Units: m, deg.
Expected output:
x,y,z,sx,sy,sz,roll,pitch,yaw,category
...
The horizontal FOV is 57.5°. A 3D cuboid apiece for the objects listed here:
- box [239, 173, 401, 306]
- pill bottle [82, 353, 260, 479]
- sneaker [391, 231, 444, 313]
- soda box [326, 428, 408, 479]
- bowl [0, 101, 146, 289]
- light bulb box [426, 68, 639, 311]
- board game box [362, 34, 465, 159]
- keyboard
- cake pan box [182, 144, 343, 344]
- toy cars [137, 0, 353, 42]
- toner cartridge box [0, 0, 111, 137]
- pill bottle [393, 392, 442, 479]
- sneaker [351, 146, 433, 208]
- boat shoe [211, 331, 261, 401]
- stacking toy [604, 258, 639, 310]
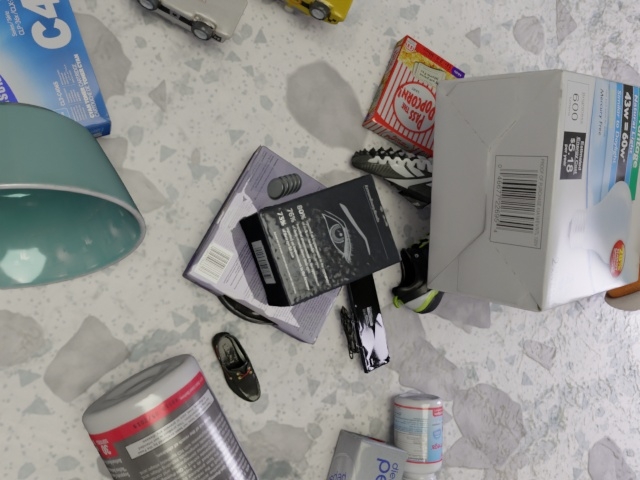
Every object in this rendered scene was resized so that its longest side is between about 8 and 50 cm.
x,y,z,sx,sy,sz,roll,pitch,yaw,category
0.000,0.000,0.927,0.207,0.108,0.153,-19,93,-23,box
-0.194,0.344,0.852,0.176,0.176,0.318,-29,96,-22,pill bottle
0.202,0.024,1.091,0.097,0.084,0.234,27,76,-16,sneaker
0.052,0.479,0.986,0.098,0.091,0.286,22,78,-19,soda box
-0.402,-0.065,0.764,0.312,0.311,0.163,-7,70,-22,bowl
0.387,-0.092,1.010,0.361,0.225,0.357,-7,103,-41,light bulb box
0.183,-0.274,1.129,0.147,0.045,0.193,26,77,-18,board game box
0.069,0.142,1.062,0.100,0.038,0.191,-11,88,-46,keyboard
-0.067,0.014,0.992,0.246,0.070,0.266,30,75,-15,cake pan box
-0.130,-0.422,0.998,0.394,0.087,0.176,-16,87,-19,toy cars
-0.447,-0.310,0.861,0.165,0.075,0.347,-20,93,-21,toner cartridge box
0.175,0.361,1.049,0.087,0.087,0.160,3,85,-22,pill bottle
0.170,-0.111,1.085,0.235,0.078,0.106,7,108,-5,sneaker
-0.137,0.211,0.961,0.049,0.042,0.132,-30,98,-24,boat shoe
0.617,-0.130,1.200,0.351,0.350,0.479,-31,79,-21,stacking toy
